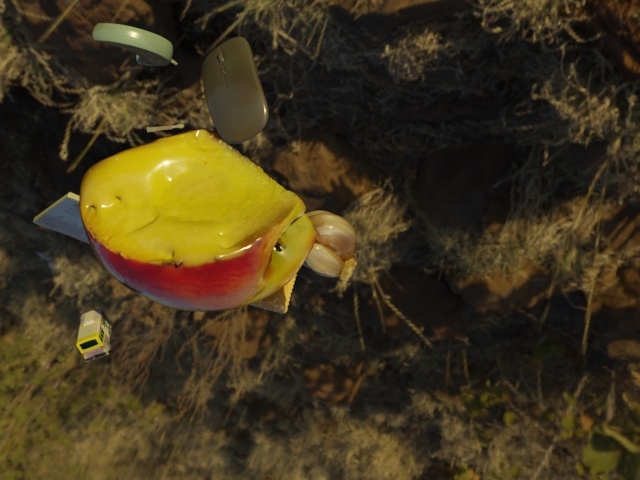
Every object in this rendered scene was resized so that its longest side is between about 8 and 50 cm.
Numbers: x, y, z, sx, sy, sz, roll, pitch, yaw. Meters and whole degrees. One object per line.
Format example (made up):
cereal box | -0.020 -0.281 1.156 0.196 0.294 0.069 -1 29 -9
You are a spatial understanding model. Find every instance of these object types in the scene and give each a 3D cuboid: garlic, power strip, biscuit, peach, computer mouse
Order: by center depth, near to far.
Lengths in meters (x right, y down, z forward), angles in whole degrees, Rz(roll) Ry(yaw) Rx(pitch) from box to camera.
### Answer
peach | -0.220 -0.020 1.243 0.380 0.306 0.242 34 154 26
computer mouse | -0.170 -0.300 1.435 0.120 0.232 0.057 -24 156 20
power strip | -0.399 -0.434 1.644 0.137 0.044 0.216 9 179 21
garlic | 0.000 0.000 1.891 0.191 0.160 0.214 39 178 -21
biscuit | -0.158 0.108 2.404 0.160 0.250 0.030 15 159 1

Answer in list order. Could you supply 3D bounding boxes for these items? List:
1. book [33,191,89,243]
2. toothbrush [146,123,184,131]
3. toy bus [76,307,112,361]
book | -0.641 -0.050 1.994 0.207 0.020 0.295 26 154 -31
toothbrush | -0.431 -0.316 2.038 0.017 0.194 0.014 -4 101 17
toy bus | -0.440 0.180 1.414 0.052 0.102 0.058 -19 123 1
